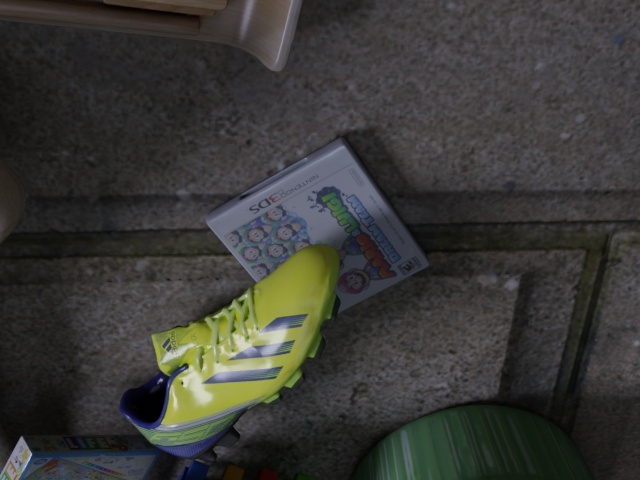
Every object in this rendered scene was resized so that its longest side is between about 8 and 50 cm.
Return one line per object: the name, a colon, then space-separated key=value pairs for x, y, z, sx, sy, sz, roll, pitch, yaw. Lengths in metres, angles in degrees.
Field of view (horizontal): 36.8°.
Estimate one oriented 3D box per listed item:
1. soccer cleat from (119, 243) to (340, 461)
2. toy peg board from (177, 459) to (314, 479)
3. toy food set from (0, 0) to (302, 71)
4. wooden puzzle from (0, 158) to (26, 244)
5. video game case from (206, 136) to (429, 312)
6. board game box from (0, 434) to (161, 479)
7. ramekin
soccer cleat: x=-0.087 y=0.100 z=0.871 sx=0.121 sy=0.093 sz=0.289 roll=31 pitch=124 yaw=-15
toy peg board: x=-0.090 y=0.272 z=0.997 sx=0.161 sy=0.079 sz=0.161 roll=23 pitch=150 yaw=-5
toy food set: x=-0.148 y=-0.223 z=0.630 sx=0.306 sy=0.092 sz=0.219 roll=2 pitch=125 yaw=-19
wooden puzzle: x=-0.426 y=-0.020 z=0.690 sx=0.322 sy=0.080 sz=0.348 roll=47 pitch=110 yaw=1
video game case: x=0.000 y=0.000 z=0.867 sx=0.143 sy=0.019 sz=0.157 roll=-29 pitch=123 yaw=14
board game box: x=-0.244 y=0.239 z=0.949 sx=0.154 sy=0.026 sz=0.103 roll=14 pitch=113 yaw=-49
ramekin: x=0.167 y=0.318 z=1.028 sx=0.304 sy=0.148 sz=0.303 roll=-3 pitch=125 yaw=-4
